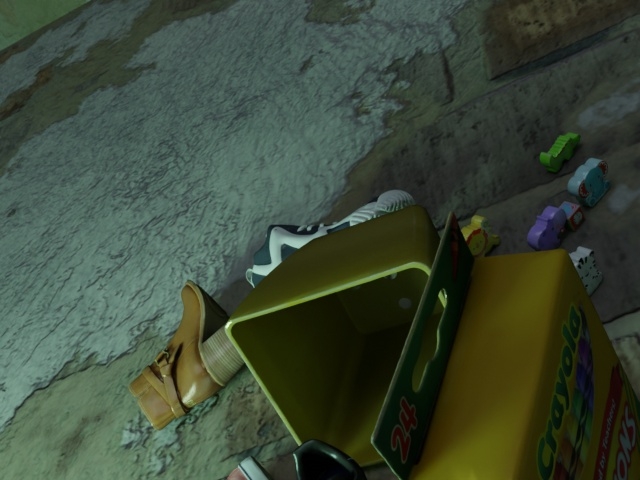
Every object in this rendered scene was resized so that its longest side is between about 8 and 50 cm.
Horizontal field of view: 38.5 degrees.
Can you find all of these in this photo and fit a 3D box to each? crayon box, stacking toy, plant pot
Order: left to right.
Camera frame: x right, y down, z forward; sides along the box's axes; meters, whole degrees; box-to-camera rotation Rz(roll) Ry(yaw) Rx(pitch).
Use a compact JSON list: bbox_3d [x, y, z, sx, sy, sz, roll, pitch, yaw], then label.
[{"bbox_3d":[0.060,0.083,0.948,0.212,0.212,0.187,-19,27,22],"label":"plant pot"},{"bbox_3d":[0.162,0.152,0.672,0.081,0.318,0.202,-6,45,34],"label":"crayon box"},{"bbox_3d":[0.278,-0.041,1.029,0.221,0.052,0.167,-47,37,-17],"label":"stacking toy"}]

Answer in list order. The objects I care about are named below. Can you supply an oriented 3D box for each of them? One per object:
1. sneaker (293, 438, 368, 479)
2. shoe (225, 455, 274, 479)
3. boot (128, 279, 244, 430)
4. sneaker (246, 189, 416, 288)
[{"bbox_3d":[0.036,0.274,0.831,0.081,0.090,0.232,-38,35,-4],"label":"sneaker"},{"bbox_3d":[-0.060,0.292,0.919,0.081,0.063,0.178,-43,31,-8],"label":"shoe"},{"bbox_3d":[-0.185,0.142,1.183,0.152,0.073,0.197,-41,33,-1],"label":"boot"},{"bbox_3d":[0.000,0.000,1.171,0.235,0.094,0.153,-48,45,0],"label":"sneaker"}]
